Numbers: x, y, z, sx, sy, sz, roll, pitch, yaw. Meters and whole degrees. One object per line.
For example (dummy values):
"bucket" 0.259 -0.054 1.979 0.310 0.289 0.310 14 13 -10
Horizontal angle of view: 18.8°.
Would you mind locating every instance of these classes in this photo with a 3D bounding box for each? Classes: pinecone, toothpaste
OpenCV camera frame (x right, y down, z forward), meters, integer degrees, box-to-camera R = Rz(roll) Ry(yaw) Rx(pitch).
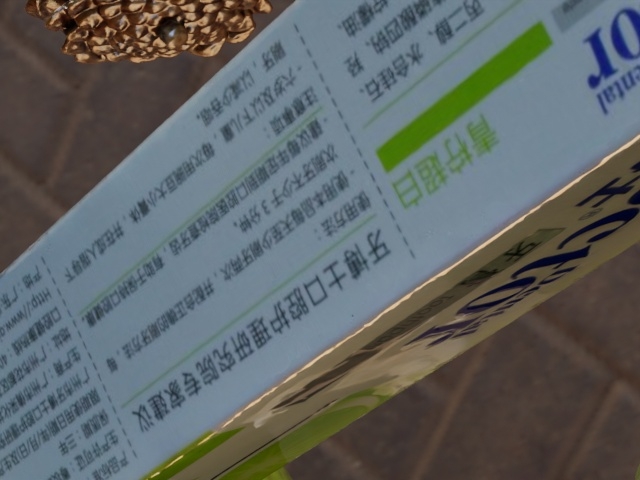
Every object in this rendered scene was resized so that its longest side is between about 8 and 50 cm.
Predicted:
"pinecone" -0.128 -0.229 1.447 0.207 0.207 0.208 15 112 40
"toothpaste" 0.000 0.000 0.420 0.336 0.081 0.067 -37 74 44

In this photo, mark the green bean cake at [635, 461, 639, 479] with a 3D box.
"green bean cake" 0.293 0.174 0.758 0.335 0.218 0.319 3 112 14

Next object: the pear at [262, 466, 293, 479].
"pear" -0.156 0.219 0.755 0.391 0.391 0.391 15 112 40
